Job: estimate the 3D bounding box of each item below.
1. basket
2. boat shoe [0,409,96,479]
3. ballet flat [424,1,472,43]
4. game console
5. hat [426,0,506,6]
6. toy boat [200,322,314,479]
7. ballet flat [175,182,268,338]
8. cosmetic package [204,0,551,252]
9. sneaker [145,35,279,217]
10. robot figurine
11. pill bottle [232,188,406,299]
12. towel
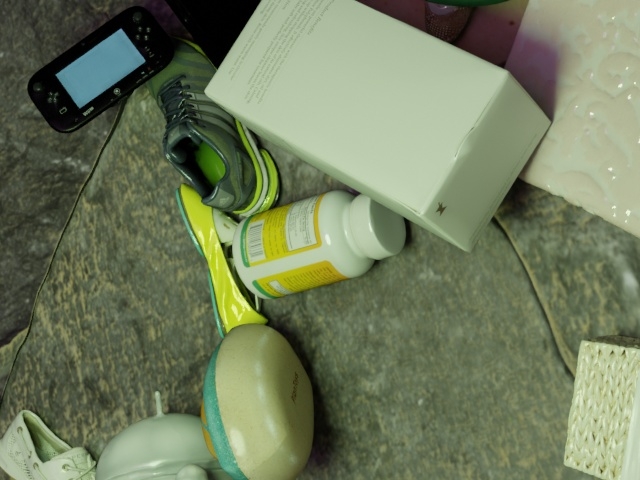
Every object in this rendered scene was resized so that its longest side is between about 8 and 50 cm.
[{"bbox_3d":[0.354,0.194,1.792,0.103,0.113,0.167,10,96,34],"label":"basket"},{"bbox_3d":[-0.371,0.345,2.265,0.277,0.098,0.096,34,109,29],"label":"boat shoe"},{"bbox_3d":[0.167,-0.342,1.926,0.073,0.067,0.206,27,105,33],"label":"ballet flat"},{"bbox_3d":[-0.223,-0.266,2.096,0.361,0.044,0.213,-36,64,-3],"label":"game console"},{"bbox_3d":[0.184,-0.396,1.852,0.173,0.208,0.183,144,130,-61],"label":"hat"},{"bbox_3d":[-0.068,0.278,2.006,0.148,0.267,0.318,-23,108,14],"label":"toy boat"},{"bbox_3d":[-0.128,0.022,2.128,0.077,0.077,0.231,-19,83,10],"label":"ballet flat"},{"bbox_3d":[0.064,-0.161,1.863,0.365,0.155,0.197,33,89,33],"label":"cosmetic package"},{"bbox_3d":[-0.169,-0.162,2.112,0.111,0.121,0.300,-44,69,25],"label":"sneaker"},{"bbox_3d":[-0.191,0.385,2.080,0.300,0.200,0.353,136,126,-64],"label":"robot figurine"},{"bbox_3d":[0.000,0.000,2.010,0.208,0.117,0.117,-17,82,32],"label":"pill bottle"},{"bbox_3d":[0.354,-0.183,1.787,0.332,0.053,0.317,31,108,42],"label":"towel"}]
